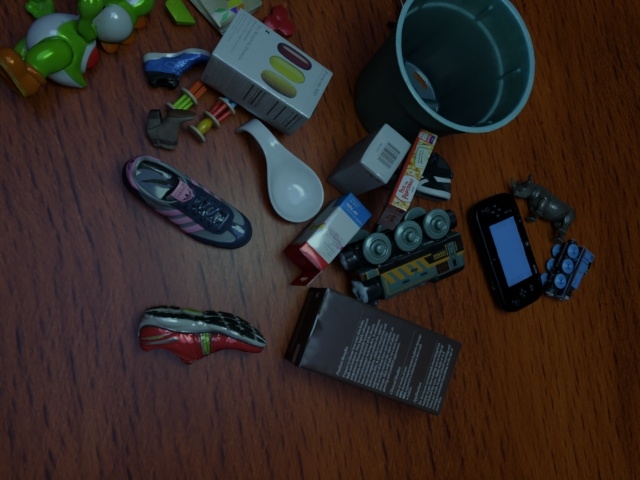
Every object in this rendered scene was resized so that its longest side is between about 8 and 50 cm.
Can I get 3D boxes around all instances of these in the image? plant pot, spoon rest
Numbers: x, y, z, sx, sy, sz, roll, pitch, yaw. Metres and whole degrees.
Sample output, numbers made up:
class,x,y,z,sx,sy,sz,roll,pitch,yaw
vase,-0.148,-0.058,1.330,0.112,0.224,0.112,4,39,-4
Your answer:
class,x,y,z,sx,sy,sz,roll,pitch,yaw
plant pot,0.256,-0.382,1.284,0.341,0.334,0.341,2,85,-20
spoon rest,-0.097,-0.168,1.278,0.137,0.084,0.276,-38,98,-18

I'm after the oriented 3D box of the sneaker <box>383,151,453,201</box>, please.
class,x,y,z,sx,sy,sz,roll,pitch,yaw
sneaker,0.250,-0.183,1.409,0.217,0.079,0.121,14,78,-26

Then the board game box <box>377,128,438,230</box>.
class,x,y,z,sx,sy,sz,roll,pitch,yaw
board game box,0.195,-0.134,1.218,0.045,0.147,0.193,24,74,2

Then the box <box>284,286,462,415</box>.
class,x,y,z,sx,sy,sz,roll,pitch,yaw
box,0.128,0.266,1.296,0.381,0.143,0.191,24,79,-18

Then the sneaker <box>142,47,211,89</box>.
class,x,y,z,sx,sy,sz,roll,pitch,yaw
sneaker,-0.321,-0.385,1.227,0.152,0.058,0.084,-9,83,-15

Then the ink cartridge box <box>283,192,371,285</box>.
class,x,y,z,sx,sy,sz,roll,pitch,yaw
ink cartridge box,0.000,0.000,1.271,0.078,0.134,0.231,46,73,-12

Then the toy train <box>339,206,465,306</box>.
class,x,y,z,sx,sy,sz,roll,pitch,yaw
toy train,0.210,0.037,1.347,0.334,0.142,0.190,-21,102,-19

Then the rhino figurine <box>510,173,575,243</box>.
class,x,y,z,sx,sy,sz,roll,pitch,yaw
rhino figurine,0.626,-0.104,1.530,0.243,0.073,0.106,36,66,-11

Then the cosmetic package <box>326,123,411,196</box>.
class,x,y,z,sx,sy,sz,roll,pitch,yaw
cosmetic package,0.107,-0.181,1.271,0.085,0.231,0.117,38,74,-13

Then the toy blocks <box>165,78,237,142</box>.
class,x,y,z,sx,sy,sz,roll,pitch,yaw
toy blocks,-0.263,-0.319,1.246,0.123,0.054,0.148,45,74,-11

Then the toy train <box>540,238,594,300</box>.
class,x,y,z,sx,sy,sz,roll,pitch,yaw
toy train,0.704,0.089,1.542,0.105,0.080,0.184,34,76,-20

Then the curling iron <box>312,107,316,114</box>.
class,x,y,z,sx,sy,sz,roll,pitch,yaw
curling iron,-0.128,-0.382,1.308,0.274,0.035,0.068,31,77,-15

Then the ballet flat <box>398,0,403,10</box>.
class,x,y,z,sx,sy,sz,roll,pitch,yaw
ballet flat,0.251,-0.688,1.442,0.087,0.083,0.247,4,83,-5

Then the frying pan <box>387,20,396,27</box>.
class,x,y,z,sx,sy,sz,roll,pitch,yaw
frying pan,0.343,-0.498,1.405,0.326,0.197,0.053,16,101,-17

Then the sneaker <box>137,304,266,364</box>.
class,x,y,z,sx,sy,sz,roll,pitch,yaw
sneaker,-0.262,0.221,1.199,0.279,0.107,0.118,13,100,-15

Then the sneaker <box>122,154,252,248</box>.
class,x,y,z,sx,sy,sz,roll,pitch,yaw
sneaker,-0.286,-0.078,1.179,0.319,0.131,0.112,29,77,-15

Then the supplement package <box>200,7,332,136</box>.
class,x,y,z,sx,sy,sz,roll,pitch,yaw
supplement package,-0.121,-0.371,1.213,0.244,0.134,0.139,30,72,-17

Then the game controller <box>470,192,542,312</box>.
class,x,y,z,sx,sy,sz,roll,pitch,yaw
game controller,0.516,0.031,1.485,0.167,0.067,0.319,-20,93,-19

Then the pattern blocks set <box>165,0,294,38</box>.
class,x,y,z,sx,sy,sz,roll,pitch,yaw
pattern blocks set,-0.238,-0.595,1.286,0.285,0.026,0.324,-30,93,-21

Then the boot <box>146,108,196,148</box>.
class,x,y,z,sx,sy,sz,roll,pitch,yaw
boot,-0.330,-0.246,1.199,0.119,0.042,0.087,7,124,8

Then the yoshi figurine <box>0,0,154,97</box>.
class,x,y,z,sx,sy,sz,roll,pitch,yaw
yoshi figurine,-0.516,-0.463,1.100,0.362,0.203,0.203,-44,94,-20
